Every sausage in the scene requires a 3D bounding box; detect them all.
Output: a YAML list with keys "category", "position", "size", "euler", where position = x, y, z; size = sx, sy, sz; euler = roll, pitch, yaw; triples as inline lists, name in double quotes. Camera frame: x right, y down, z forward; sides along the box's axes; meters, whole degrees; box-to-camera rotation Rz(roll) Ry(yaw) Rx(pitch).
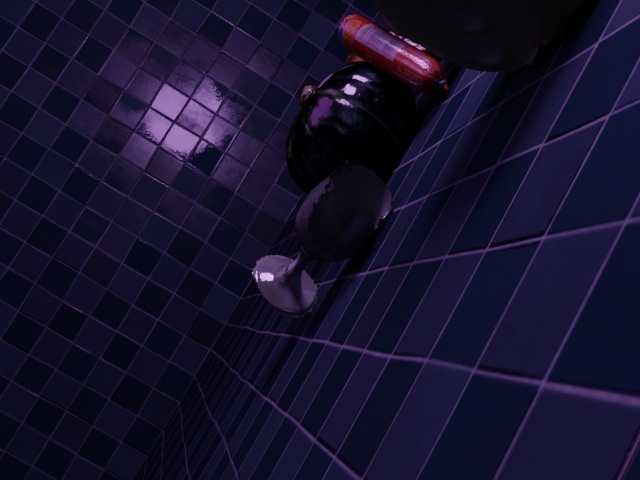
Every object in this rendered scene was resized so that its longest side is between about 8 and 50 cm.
- category: "sausage"
  position: [0.147, -0.352, 1.586]
  size: [0.074, 0.274, 0.074]
  euler: [-31, -38, -29]

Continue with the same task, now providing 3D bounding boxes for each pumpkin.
- category: "pumpkin"
  position: [0.052, -0.230, 1.708]
  size: [0.315, 0.238, 0.315]
  euler: [-53, 5, 7]

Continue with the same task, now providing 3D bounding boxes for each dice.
- category: "dice"
  position: [0.219, -0.380, 1.054]
  size: [0.254, 0.249, 0.252]
  euler: [-60, 6, -13]

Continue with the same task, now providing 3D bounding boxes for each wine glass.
- category: "wine glass"
  position: [0.000, 0.000, 1.468]
  size: [0.321, 0.143, 0.143]
  euler: [-53, 8, 43]

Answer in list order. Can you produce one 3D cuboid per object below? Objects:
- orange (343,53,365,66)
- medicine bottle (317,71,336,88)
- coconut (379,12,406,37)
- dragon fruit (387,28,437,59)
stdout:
- category: "orange"
  position: [0.154, -0.499, 2.450]
  size: [0.224, 0.170, 0.224]
  euler: [-59, 7, 12]
- category: "medicine bottle"
  position: [0.058, -0.294, 2.055]
  size: [0.212, 0.212, 0.325]
  euler: [-59, 7, -4]
- category: "coconut"
  position: [0.220, -0.508, 1.592]
  size: [0.259, 0.259, 0.259]
  euler: [-57, 7, 10]
- category: "dragon fruit"
  position: [0.227, -0.470, 1.928]
  size: [0.189, 0.163, 0.262]
  euler: [7, 62, 49]
